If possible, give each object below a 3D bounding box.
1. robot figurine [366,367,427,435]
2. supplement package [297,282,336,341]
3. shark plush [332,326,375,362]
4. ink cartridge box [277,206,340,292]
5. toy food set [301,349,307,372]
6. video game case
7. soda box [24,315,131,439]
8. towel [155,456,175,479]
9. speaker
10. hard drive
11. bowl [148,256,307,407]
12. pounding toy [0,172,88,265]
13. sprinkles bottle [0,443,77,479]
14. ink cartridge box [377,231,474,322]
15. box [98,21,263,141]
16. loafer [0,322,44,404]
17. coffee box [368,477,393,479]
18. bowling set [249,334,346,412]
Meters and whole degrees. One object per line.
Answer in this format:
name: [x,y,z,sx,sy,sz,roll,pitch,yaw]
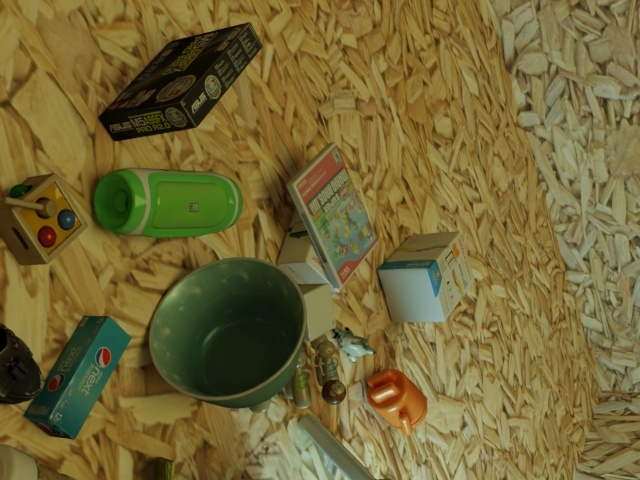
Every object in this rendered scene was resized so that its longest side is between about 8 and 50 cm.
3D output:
robot figurine: [0.206,0.429,2.312,0.128,0.158,0.219,-54,134,-13]
supplement package: [-0.072,0.156,1.892,0.105,0.179,0.105,-21,104,-54]
shark plush: [0.069,0.255,2.224,0.161,0.073,0.067,28,43,-28]
ink cartridge box: [0.000,0.000,2.084,0.160,0.093,0.219,44,53,-43]
toy food set: [-0.059,0.291,2.038,0.082,0.020,0.083,47,50,-43]
video game case: [0.034,-0.060,2.036,0.204,0.025,0.285,-48,123,-44]
soda box: [-0.415,0.233,1.495,0.071,0.067,0.210,55,46,-38]
towel: [-0.302,0.528,1.613,0.021,0.102,0.237,8,78,-26]
speaker: [-0.284,-0.073,1.659,0.296,0.131,0.131,-3,90,-55]
hard drive: [0.105,0.556,1.987,0.047,0.353,0.233,-44,130,-8]
bowl: [-0.163,0.205,1.699,0.163,0.312,0.311,73,32,-52]
pounding toy: [-0.467,-0.042,1.416,0.130,0.100,0.141,-54,129,-43]
sprinkles bottle: [-0.417,0.455,1.427,0.355,0.121,0.121,46,52,-43]
ink cartridge box: [0.300,0.101,2.437,0.233,0.168,0.171,-42,120,-49]
box: [-0.260,-0.300,1.633,0.060,0.216,0.270,60,44,-32]
loafer: [-0.525,0.161,1.320,0.302,0.095,0.109,52,46,-39]
coffee box: [-0.056,0.656,1.690,0.338,0.338,0.334,14,63,-53]
bowling set: [-0.018,0.279,1.925,0.287,0.200,0.154,-13,96,-49]
